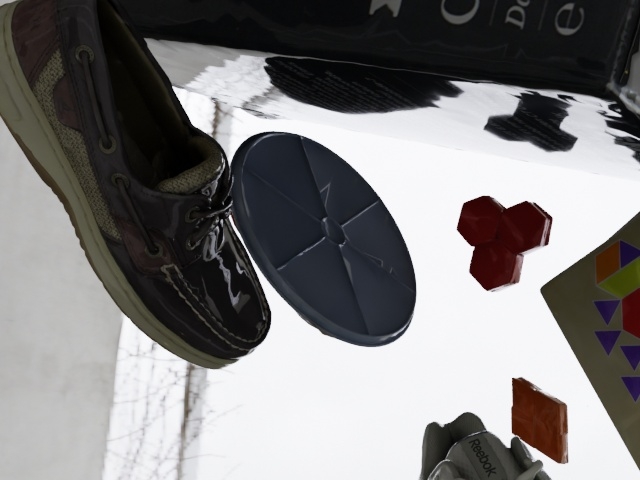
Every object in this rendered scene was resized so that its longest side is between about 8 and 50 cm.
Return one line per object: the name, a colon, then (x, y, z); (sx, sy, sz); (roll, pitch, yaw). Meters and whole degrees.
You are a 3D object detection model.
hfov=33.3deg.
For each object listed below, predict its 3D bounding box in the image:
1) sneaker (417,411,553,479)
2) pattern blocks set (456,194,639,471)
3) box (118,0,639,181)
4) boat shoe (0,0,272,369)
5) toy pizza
sneaker: (0.097, 0.176, 0.566); (0.111, 0.297, 0.129); (-11, -84, -10)
pattern blocks set: (0.252, 0.063, 0.774); (0.285, 0.026, 0.325); (-31, -116, 31)
box: (0.105, -0.314, 0.737); (0.472, 0.297, 0.480); (14, -91, 40)
boat shoe: (-0.103, -0.034, 0.683); (0.092, 0.103, 0.285); (-17, -63, 29)
toy pizza: (0.000, 0.000, 0.863); (0.032, 0.201, 0.201); (-37, -107, 33)
